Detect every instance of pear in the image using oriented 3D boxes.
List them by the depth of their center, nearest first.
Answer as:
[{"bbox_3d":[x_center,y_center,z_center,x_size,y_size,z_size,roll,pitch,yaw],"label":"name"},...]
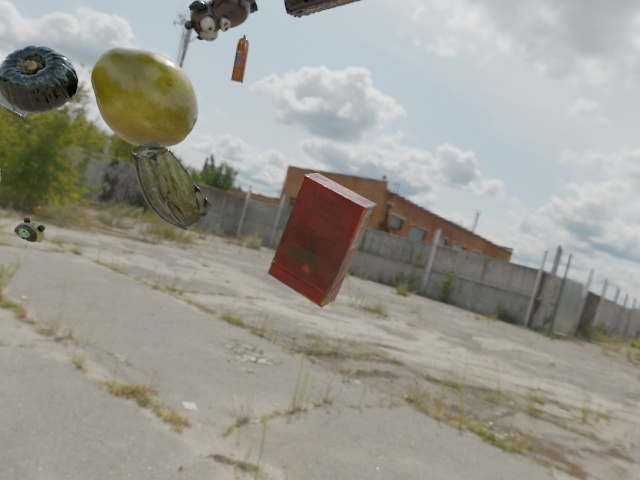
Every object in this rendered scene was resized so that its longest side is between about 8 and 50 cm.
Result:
[{"bbox_3d":[-0.663,-0.539,2.043,0.418,0.362,0.362,42,-6,-11],"label":"pear"}]

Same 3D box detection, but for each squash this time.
[{"bbox_3d":[-0.974,-0.553,1.857,0.252,0.252,0.165,15,-37,5],"label":"squash"}]

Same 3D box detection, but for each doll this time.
[{"bbox_3d":[-0.331,-0.757,1.799,0.117,0.257,0.182,55,-13,12],"label":"doll"}]

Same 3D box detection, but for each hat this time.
[{"bbox_3d":[-0.884,-0.033,1.649,0.077,0.059,0.076,28,0,23],"label":"hat"}]

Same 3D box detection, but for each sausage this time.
[{"bbox_3d":[-0.185,-0.423,1.253,0.031,0.107,0.031,13,13,-3],"label":"sausage"}]

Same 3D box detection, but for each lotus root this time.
[{"bbox_3d":[-0.531,-0.190,1.847,0.142,0.314,0.210,12,42,45],"label":"lotus root"}]

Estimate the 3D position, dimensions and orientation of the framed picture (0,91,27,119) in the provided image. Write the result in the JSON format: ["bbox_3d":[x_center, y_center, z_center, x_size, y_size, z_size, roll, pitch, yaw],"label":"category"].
[{"bbox_3d":[-1.136,-0.542,1.987,0.150,0.015,0.203,31,34,-30],"label":"framed picture"}]

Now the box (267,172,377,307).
[{"bbox_3d":[0.000,-0.001,1.478,0.197,0.313,0.089,30,21,19],"label":"box"}]

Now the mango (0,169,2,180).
[{"bbox_3d":[-0.856,-0.158,1.273,0.179,0.119,0.100,1,-32,-23],"label":"mango"}]

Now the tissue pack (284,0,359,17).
[{"bbox_3d":[0.035,-0.808,1.564,0.333,0.244,0.123,-2,8,29],"label":"tissue pack"}]
